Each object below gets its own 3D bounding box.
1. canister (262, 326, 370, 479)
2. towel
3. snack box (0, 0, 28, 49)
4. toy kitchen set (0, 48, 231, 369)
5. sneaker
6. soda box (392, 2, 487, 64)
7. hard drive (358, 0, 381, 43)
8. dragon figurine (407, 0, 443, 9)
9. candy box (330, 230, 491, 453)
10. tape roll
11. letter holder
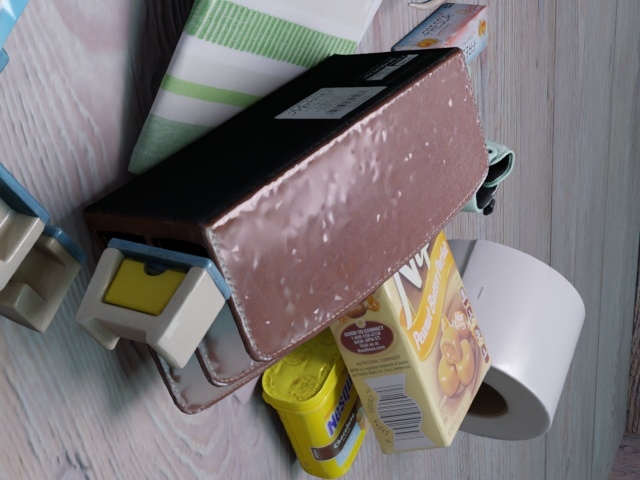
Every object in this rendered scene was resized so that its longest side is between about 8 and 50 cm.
[{"bbox_3d":[0.003,0.176,1.139,0.126,0.073,0.170,-62,150,-34],"label":"canister"},{"bbox_3d":[-0.030,-0.202,0.870,0.248,0.038,0.324,-1,119,-60],"label":"towel"},{"bbox_3d":[-0.276,-0.150,0.421,0.322,0.060,0.187,47,57,-48],"label":"snack box"},{"bbox_3d":[-0.161,-0.032,0.622,0.122,0.166,0.207,-66,151,-24],"label":"toy kitchen set"},{"bbox_3d":[0.191,-0.134,1.314,0.255,0.151,0.094,-67,150,-27],"label":"sneaker"},{"bbox_3d":[0.157,-0.249,1.301,0.183,0.063,0.058,-45,139,-48],"label":"soda box"},{"bbox_3d":[-0.007,-0.327,0.879,0.233,0.047,0.353,-62,153,5],"label":"hard drive"},{"bbox_3d":[0.160,-0.397,1.226,0.289,0.144,0.085,-55,152,-5],"label":"dragon figurine"},{"bbox_3d":[0.078,0.047,1.097,0.183,0.088,0.316,-46,119,-56],"label":"candy box"},{"bbox_3d":[0.211,0.134,1.348,0.169,0.246,0.246,-64,150,-29],"label":"tape roll"},{"bbox_3d":[0.000,0.000,0.834,0.302,0.152,0.214,-38,119,-35],"label":"letter holder"}]
